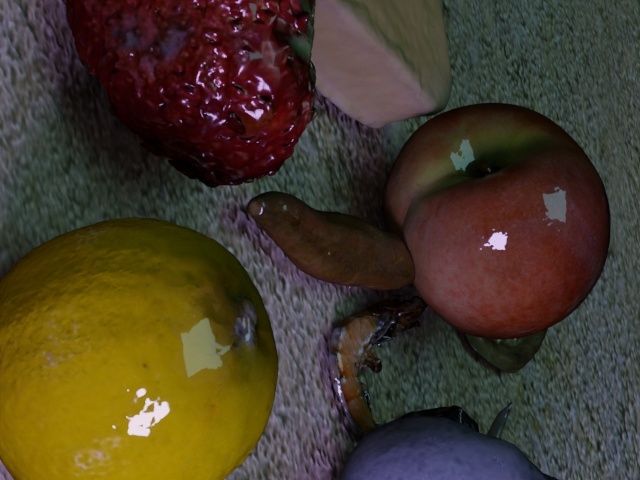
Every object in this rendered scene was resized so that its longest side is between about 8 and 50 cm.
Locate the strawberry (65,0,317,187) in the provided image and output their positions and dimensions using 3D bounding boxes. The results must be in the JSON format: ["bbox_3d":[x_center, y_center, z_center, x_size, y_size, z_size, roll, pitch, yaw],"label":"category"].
[{"bbox_3d":[-0.113,-0.190,1.621,0.274,0.220,0.274,-176,-90,-81],"label":"strawberry"}]

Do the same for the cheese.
[{"bbox_3d":[0.030,-0.275,1.934,0.384,0.104,0.384,35,48,-52],"label":"cheese"}]

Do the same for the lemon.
[{"bbox_3d":[-0.138,0.096,1.455,0.240,0.219,0.240,31,49,-45],"label":"lemon"}]

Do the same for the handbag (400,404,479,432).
[{"bbox_3d":[0.142,0.238,1.972,0.139,0.072,0.115,21,61,-67],"label":"handbag"}]

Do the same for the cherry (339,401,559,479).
[{"bbox_3d":[0.129,0.293,1.774,0.255,0.218,0.296,33,62,-25],"label":"cherry"}]

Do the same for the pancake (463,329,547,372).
[{"bbox_3d":[0.202,0.040,2.159,0.212,0.029,0.235,-6,82,-56],"label":"pancake"}]

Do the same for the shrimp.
[{"bbox_3d":[0.071,0.137,1.919,0.195,0.035,0.148,-26,99,-53],"label":"shrimp"}]

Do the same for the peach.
[{"bbox_3d":[0.189,-0.016,1.956,0.252,0.252,0.252,26,57,-50],"label":"peach"}]

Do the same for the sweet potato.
[{"bbox_3d":[0.000,0.000,1.837,0.244,0.077,0.077,20,62,-44],"label":"sweet potato"}]
